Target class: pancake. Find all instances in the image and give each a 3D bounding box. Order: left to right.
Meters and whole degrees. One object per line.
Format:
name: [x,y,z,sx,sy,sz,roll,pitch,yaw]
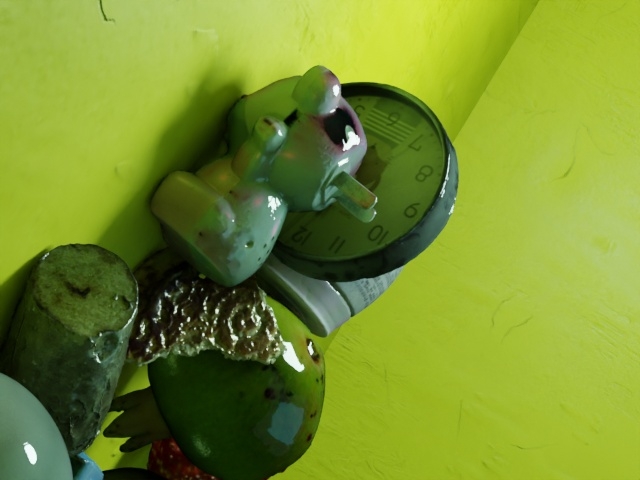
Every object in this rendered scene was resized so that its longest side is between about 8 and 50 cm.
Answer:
pancake: [-0.161,0.111,1.486,0.057,0.244,0.266,-28,-155,54]

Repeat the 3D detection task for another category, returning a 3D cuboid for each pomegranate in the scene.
pomegranate: [-0.169,0.237,1.613,0.359,0.309,0.216,-22,-175,4]

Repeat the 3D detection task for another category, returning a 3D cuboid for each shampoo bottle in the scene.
shampoo bottle: [0.000,0.000,1.756,0.266,0.273,0.273,-46,166,-13]

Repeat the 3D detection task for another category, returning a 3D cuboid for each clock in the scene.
clock: [0.045,-0.095,1.578,0.325,0.325,0.067,-55,150,-15]

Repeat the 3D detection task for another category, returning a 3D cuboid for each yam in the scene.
yam: [-0.296,0.143,1.198,0.154,0.154,0.254,-39,159,-59]

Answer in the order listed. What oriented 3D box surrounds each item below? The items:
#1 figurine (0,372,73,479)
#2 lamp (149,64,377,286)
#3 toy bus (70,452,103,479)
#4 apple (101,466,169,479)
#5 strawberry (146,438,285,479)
figurine: [-0.371,0.297,1.076,0.224,0.205,0.382,-99,-153,-43]
lamp: [-0.056,-0.075,1.417,0.301,0.247,0.247,-48,164,-14]
toy bus: [-0.388,0.362,1.375,0.234,0.134,0.116,-58,169,-22]
apple: [-0.300,0.566,1.569,0.473,0.474,0.473,-55,168,-17]
strawberry: [-0.181,0.342,1.996,0.343,0.292,0.292,-28,151,-40]
